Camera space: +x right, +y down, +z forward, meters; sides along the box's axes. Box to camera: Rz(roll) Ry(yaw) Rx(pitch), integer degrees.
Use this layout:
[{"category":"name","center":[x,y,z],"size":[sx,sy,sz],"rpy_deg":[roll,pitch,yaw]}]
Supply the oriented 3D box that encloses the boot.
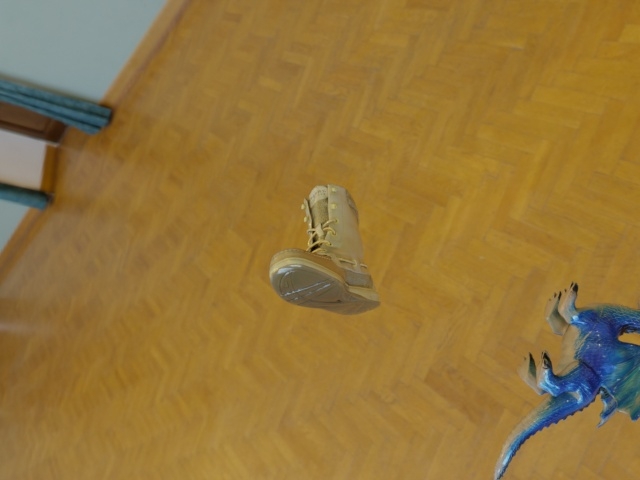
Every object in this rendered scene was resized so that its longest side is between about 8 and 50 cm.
[{"category":"boot","center":[0.000,0.000,0.958],"size":[0.095,0.262,0.203],"rpy_deg":[-23,64,28]}]

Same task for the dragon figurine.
[{"category":"dragon figurine","center":[0.294,0.141,0.633],"size":[0.289,0.144,0.085],"rpy_deg":[-59,-9,-20]}]
